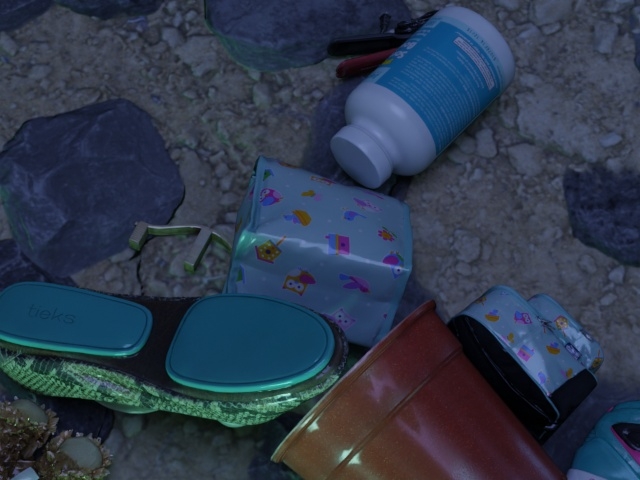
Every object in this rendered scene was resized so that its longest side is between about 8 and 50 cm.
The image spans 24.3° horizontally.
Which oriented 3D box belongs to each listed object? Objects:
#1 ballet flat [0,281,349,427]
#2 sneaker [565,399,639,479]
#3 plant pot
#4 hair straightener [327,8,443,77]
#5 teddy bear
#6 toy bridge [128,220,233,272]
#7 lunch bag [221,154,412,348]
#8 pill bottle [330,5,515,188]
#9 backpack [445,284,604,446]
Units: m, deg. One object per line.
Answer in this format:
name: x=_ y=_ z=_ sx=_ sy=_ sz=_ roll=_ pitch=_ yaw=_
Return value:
ballet flat: x=-0.176 y=0.148 z=1.790 sx=0.482 sy=0.182 sz=0.164 roll=4 pitch=50 yaw=21
sneaker: x=0.463 y=0.279 z=1.825 sx=0.295 sy=0.124 sz=0.178 roll=21 pitch=74 yaw=8
plant pot: x=0.130 y=0.258 z=1.751 sx=0.272 sy=0.272 sz=0.265 roll=-42 pitch=81 yaw=-20
hair straightener: x=0.117 y=-0.300 z=2.129 sx=0.230 sy=0.047 sz=0.089 roll=-17 pitch=66 yaw=-11
teddy bear: x=-0.399 y=0.335 z=1.769 sx=0.245 sy=0.113 sz=0.338 roll=20 pitch=57 yaw=-1
toy bridge: x=-0.163 y=0.012 z=1.972 sx=0.188 sy=0.026 sz=0.063 roll=23 pitch=62 yaw=8
lunch bag: x=0.000 y=0.000 z=1.896 sx=0.223 sy=0.160 sz=0.262 roll=14 pitch=30 yaw=-5
pill bottle: x=0.133 y=-0.189 z=2.020 sx=0.146 sy=0.146 sz=0.264 roll=39 pitch=67 yaw=15
backpack: x=0.248 y=0.146 z=1.849 sx=0.188 sy=0.166 sz=0.144 roll=42 pitch=65 yaw=12
